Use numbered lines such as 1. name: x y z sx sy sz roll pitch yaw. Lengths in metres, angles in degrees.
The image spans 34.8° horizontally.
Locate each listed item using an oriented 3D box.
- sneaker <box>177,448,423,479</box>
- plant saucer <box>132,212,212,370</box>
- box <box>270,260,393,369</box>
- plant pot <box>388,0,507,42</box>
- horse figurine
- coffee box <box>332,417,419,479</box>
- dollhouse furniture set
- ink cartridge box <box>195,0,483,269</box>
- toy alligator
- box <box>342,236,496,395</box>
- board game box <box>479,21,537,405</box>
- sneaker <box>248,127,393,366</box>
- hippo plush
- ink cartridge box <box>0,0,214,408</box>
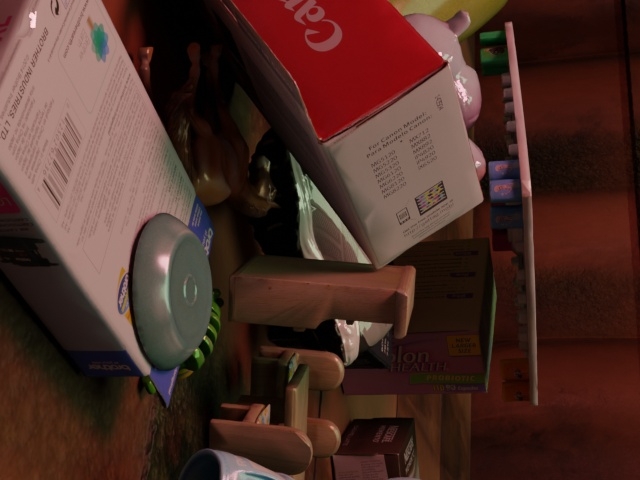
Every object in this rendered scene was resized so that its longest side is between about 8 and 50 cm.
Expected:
1. sneaker: -0.033 0.222 0.772 0.366 0.135 0.150 -13 99 -42
2. plant saucer: -0.106 0.038 0.768 0.119 0.021 0.119 -3 90 -74
3. box: 0.020 0.072 1.282 0.207 0.108 0.153 48 42 -66
4. plant pot: 0.118 -0.365 1.506 0.293 0.274 0.275 -55 142 -42
5. horse figurine: -0.105 -0.093 0.940 0.263 0.066 0.175 -42 124 -77
6. coffee box: 0.090 0.399 1.489 0.141 0.098 0.247 -41 126 -71
7. dollhouse furniture set: -0.001 0.146 0.967 0.212 0.161 0.242 -52 146 -76
8. ink cartridge box: -0.003 -0.174 0.932 0.309 0.130 0.272 55 -5 34
9. toy alligator: -0.110 0.064 0.915 0.190 0.051 0.056 -74 156 -50
10. box: 0.150 0.112 1.545 0.243 0.213 0.117 -70 152 -56
11. board game box: 0.260 -0.039 1.416 0.390 0.050 0.390 -83 165 -49
12. sneaker: 0.000 0.000 1.122 0.108 0.100 0.272 -23 97 -34
13. hippo plush: 0.085 -0.179 1.299 0.294 0.234 0.236 56 34 -23
14. ink cartridge box: -0.163 -0.034 0.725 0.311 0.065 0.186 66 25 -48
